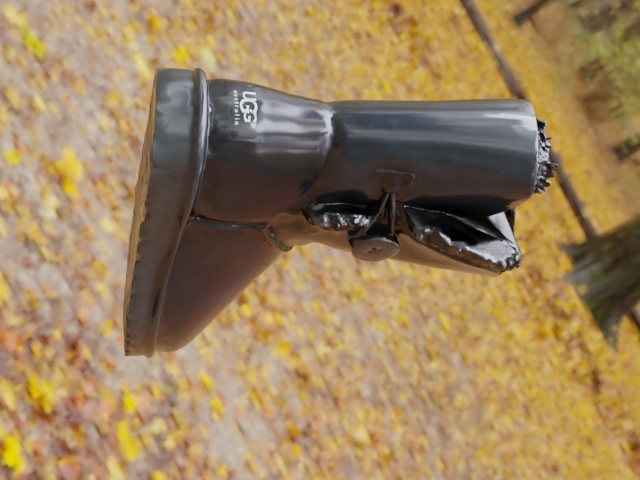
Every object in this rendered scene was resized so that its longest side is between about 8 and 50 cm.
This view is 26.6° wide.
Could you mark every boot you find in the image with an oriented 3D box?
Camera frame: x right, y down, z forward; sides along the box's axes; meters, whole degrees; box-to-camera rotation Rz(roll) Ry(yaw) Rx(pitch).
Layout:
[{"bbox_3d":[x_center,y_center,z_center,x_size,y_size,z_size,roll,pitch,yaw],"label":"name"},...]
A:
[{"bbox_3d":[0.000,0.000,0.745,0.246,0.207,0.094,112,-19,-57],"label":"boot"}]
